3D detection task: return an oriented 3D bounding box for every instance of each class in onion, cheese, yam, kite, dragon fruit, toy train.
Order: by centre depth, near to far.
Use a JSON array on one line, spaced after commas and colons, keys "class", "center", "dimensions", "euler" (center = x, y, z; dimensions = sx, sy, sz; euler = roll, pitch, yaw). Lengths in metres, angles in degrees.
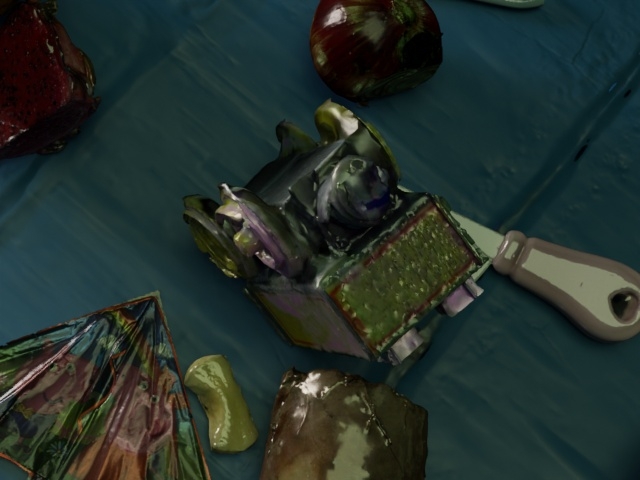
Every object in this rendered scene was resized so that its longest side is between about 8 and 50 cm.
[{"class": "toy train", "center": [0.000, 0.000, 0.952], "dimensions": [0.134, 0.261, 0.177], "euler": [-40, 101, -15]}, {"class": "yam", "center": [0.013, 0.218, 0.957], "dimensions": [0.128, 0.129, 0.238], "euler": [0, 71, 28]}, {"class": "kite", "center": [-0.182, 0.145, 1.003], "dimensions": [0.321, 0.016, 0.234], "euler": [28, 71, -1]}, {"class": "cheese", "center": [-0.083, 0.135, 1.008], "dimensions": [0.044, 0.030, 0.083], "euler": [-20, 82, -34]}, {"class": "dragon fruit", "center": [-0.231, -0.126, 1.028], "dimensions": [0.147, 0.096, 0.102], "euler": [-32, 74, 28]}, {"class": "onion", "center": [0.044, -0.178, 1.079], "dimensions": [0.117, 0.118, 0.119], "euler": [-20, 76, -47]}]

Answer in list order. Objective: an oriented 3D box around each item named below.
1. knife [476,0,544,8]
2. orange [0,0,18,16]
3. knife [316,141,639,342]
[{"class": "knife", "center": [0.107, -0.243, 1.150], "dimensions": [0.210, 0.015, 0.028], "euler": [9, 80, -5]}, {"class": "orange", "center": [-0.341, -0.273, 0.965], "dimensions": [0.261, 0.261, 0.261], "euler": [2, 75, -8]}, {"class": "knife", "center": [0.128, 0.008, 1.083], "dimensions": [0.336, 0.043, 0.081], "euler": [22, 82, 5]}]
